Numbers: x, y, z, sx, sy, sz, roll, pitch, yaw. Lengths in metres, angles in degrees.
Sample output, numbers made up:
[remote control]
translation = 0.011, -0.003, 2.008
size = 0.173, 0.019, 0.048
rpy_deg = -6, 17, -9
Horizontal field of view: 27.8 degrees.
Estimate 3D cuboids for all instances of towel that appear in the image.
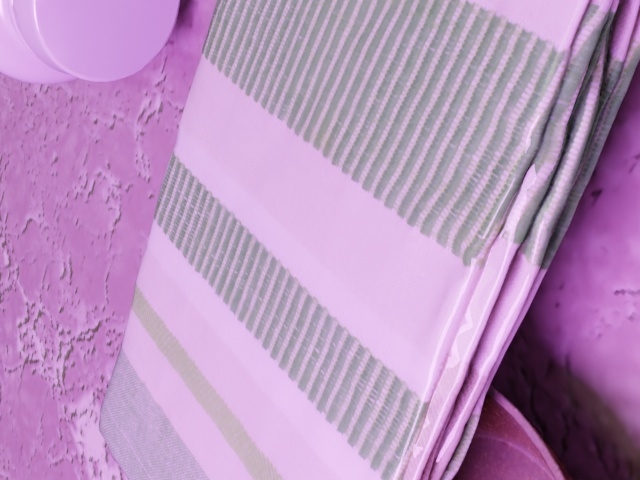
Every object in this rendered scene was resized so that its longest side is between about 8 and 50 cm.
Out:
[towel]
translation = 0.000, 0.000, 0.515
size = 0.248, 0.038, 0.325
rpy_deg = 42, 121, 51

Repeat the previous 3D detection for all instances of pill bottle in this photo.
[pill bottle]
translation = -0.158, -0.143, 0.680
size = 0.193, 0.108, 0.108
rpy_deg = 27, 113, 46

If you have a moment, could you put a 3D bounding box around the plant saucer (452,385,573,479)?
[plant saucer]
translation = 0.048, 0.146, 0.481
size = 0.198, 0.036, 0.198
rpy_deg = -20, 66, 55
